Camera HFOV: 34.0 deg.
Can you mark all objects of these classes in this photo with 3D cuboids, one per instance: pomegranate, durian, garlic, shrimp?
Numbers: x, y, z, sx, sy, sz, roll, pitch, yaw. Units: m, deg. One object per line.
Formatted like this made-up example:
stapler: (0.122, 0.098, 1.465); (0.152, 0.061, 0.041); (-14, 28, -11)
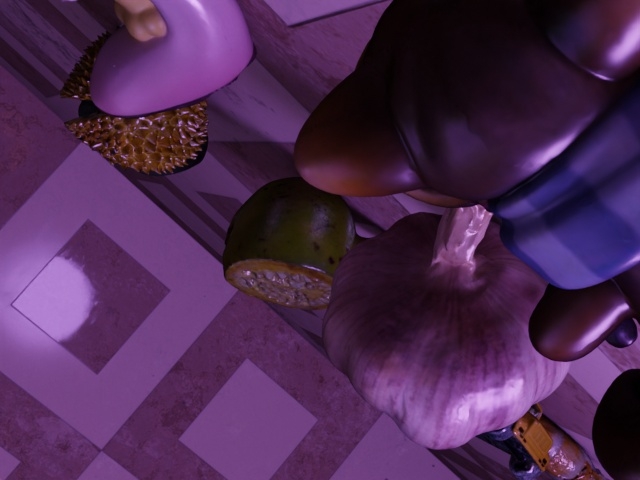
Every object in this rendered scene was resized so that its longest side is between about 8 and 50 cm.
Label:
pomegranate: (-0.010, -0.006, 1.412); (0.241, 0.159, 0.190); (-2, 155, 33)
durian: (-0.214, -0.201, 1.360); (0.193, 0.137, 0.237); (37, -148, -5)
garlic: (0.132, 0.042, 0.990); (0.245, 0.245, 0.253); (35, 138, 26)
shrimp: (0.333, 0.315, 1.751); (0.185, 0.068, 0.287); (48, 169, -31)

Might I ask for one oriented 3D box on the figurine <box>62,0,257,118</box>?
figurine: (-0.249, -0.268, 1.004); (0.284, 0.206, 0.315); (22, 157, 30)

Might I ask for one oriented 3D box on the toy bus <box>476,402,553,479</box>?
toy bus: (0.238, 0.251, 1.652); (0.336, 0.123, 0.121); (19, 151, 56)

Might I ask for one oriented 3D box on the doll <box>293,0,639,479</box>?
doll: (0.172, -0.033, 0.546); (0.340, 0.209, 0.318); (40, 138, -10)

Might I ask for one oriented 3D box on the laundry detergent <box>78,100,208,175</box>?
laundry detergent: (-0.272, -0.174, 1.522); (0.222, 0.144, 0.078); (36, 126, 36)
